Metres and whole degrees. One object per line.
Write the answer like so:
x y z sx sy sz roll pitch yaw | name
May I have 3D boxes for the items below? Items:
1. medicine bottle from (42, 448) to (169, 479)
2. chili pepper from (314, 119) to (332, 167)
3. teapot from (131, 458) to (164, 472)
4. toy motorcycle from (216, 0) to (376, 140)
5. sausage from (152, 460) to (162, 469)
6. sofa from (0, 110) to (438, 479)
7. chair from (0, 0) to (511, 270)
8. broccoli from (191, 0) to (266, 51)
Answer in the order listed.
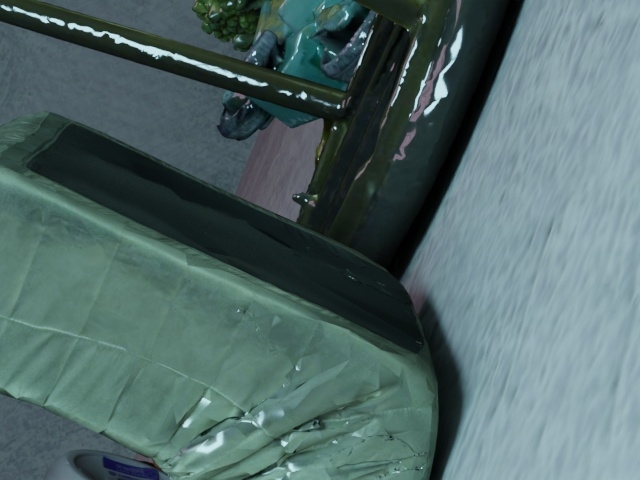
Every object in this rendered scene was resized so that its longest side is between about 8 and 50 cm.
-0.184 0.286 1.257 0.135 0.135 0.215 -115 47 -82 | medicine bottle
0.030 -0.150 1.304 0.043 0.049 0.208 57 -144 -44 | chili pepper
-0.211 0.309 1.423 0.269 0.173 0.182 -38 61 22 | teapot
0.016 -0.166 1.200 0.198 0.109 0.296 -60 16 -12 | toy motorcycle
-0.088 0.125 1.310 0.062 0.062 0.154 -95 27 -77 | sausage
-0.079 0.068 0.636 0.176 0.225 0.210 -64 9 10 | sofa
-0.122 -0.151 0.873 0.362 0.410 0.364 -75 8 -54 | chair
-0.016 -0.370 1.717 0.324 0.272 0.334 -25 14 17 | broccoli
